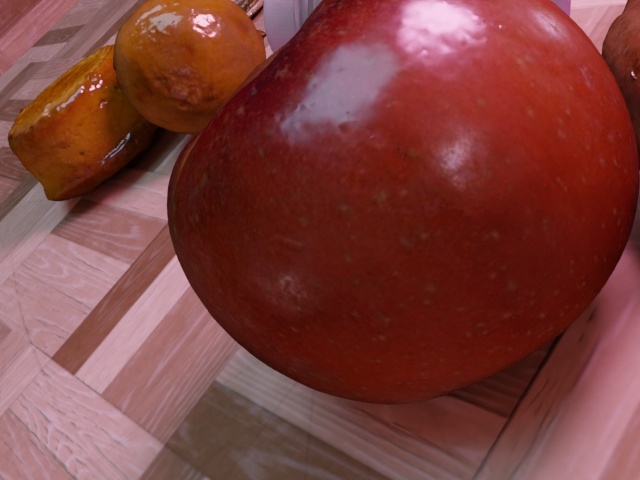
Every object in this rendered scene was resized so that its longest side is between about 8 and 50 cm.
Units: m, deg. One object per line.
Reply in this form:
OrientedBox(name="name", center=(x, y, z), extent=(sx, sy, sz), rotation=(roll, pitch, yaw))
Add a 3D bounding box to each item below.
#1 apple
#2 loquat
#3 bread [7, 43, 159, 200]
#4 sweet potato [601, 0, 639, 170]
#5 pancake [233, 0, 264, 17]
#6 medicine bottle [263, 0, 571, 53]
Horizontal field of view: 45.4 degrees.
OrientedBox(name="apple", center=(0.058, -0.043, 0.595), extent=(0.348, 0.277, 0.348), rotation=(-44, 14, 14))
OrientedBox(name="loquat", center=(-0.201, -0.275, 1.190), extent=(0.238, 0.238, 0.193), rotation=(-44, 13, -6))
OrientedBox(name="bread", center=(-0.405, -0.213, 1.356), extent=(0.312, 0.172, 0.312), rotation=(-28, 34, 20))
OrientedBox(name="sweet potato", center=(0.294, -0.145, 0.642), extent=(0.131, 0.131, 0.336), rotation=(-24, 37, 22))
OrientedBox(name="pancake", center=(-0.158, -0.465, 1.545), extent=(0.140, 0.022, 0.139), rotation=(-26, 35, 20))
OrientedBox(name="medicine bottle", center=(0.094, -0.259, 0.864), extent=(0.241, 0.241, 0.302), rotation=(-49, 35, -14))
